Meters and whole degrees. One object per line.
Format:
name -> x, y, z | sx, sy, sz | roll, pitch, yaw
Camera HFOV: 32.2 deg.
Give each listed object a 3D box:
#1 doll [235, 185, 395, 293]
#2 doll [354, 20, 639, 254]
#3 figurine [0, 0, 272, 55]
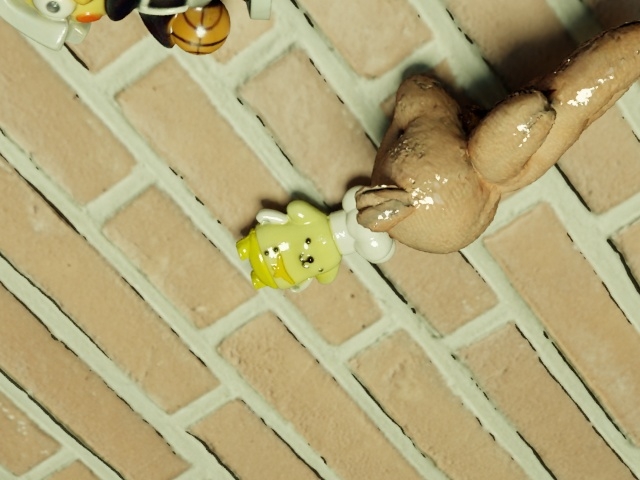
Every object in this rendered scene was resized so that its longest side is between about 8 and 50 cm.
doll -> 0.000, 0.000, 1.107 | 0.162, 0.062, 0.106 | -19, 124, 8
doll -> 0.159, -0.117, 1.003 | 0.303, 0.201, 0.156 | -41, 77, 14
figurine -> -0.160, -0.233, 0.925 | 0.236, 0.133, 0.176 | 0, 132, -7
